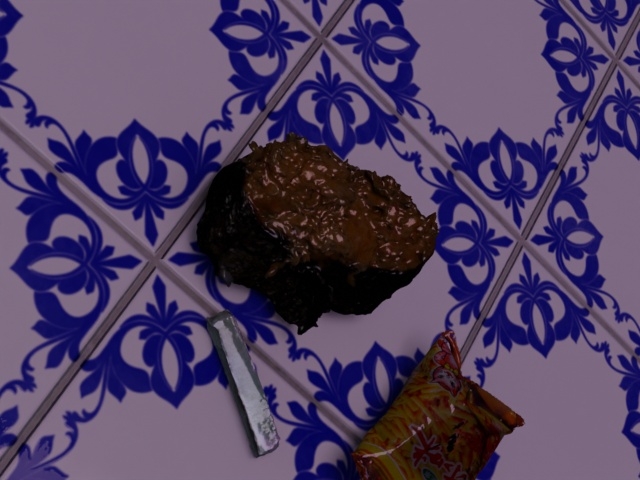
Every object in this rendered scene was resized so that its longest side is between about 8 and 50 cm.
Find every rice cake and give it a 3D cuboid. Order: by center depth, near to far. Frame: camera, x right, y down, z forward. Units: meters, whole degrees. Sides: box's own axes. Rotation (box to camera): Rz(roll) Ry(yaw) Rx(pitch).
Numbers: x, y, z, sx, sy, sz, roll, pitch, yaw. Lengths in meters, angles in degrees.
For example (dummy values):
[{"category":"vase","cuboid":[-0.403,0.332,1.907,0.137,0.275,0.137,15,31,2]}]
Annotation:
[{"category":"rice cake","cuboid":[-0.108,0.200,1.602,0.043,0.034,0.211,-19,88,-28]}]

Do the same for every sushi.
[{"category":"sushi","cuboid":[0.000,0.000,1.633,0.348,0.207,0.234,17,60,-32]}]

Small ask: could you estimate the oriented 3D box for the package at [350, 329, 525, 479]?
[{"category":"package","cuboid":[0.172,0.308,1.719,0.288,0.108,0.223,-47,109,-26]}]
